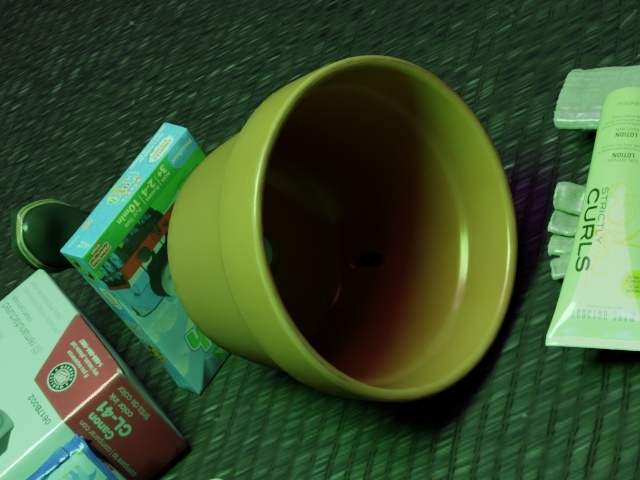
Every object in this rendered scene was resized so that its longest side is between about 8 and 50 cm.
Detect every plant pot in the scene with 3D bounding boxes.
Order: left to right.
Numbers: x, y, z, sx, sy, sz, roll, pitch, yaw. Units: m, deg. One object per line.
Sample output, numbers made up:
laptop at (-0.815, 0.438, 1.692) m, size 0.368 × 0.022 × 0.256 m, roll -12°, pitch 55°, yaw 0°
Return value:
plant pot at (0.000, 0.000, 1.323) m, size 0.203 × 0.291 × 0.291 m, roll -10°, pitch 43°, yaw 50°

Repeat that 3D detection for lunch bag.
lunch bag at (-0.219, 0.246, 1.300) m, size 0.129 × 0.151 × 0.096 m, roll -42°, pitch 50°, yaw -8°

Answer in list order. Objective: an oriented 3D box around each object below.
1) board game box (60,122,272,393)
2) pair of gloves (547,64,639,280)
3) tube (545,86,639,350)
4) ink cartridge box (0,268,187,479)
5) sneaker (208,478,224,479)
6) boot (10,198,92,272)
board game box at (-0.130, 0.020, 1.423) m, size 0.039 × 0.211 × 0.160 m, roll 15°, pitch 61°, yaw 42°
pair of gloves at (0.305, -0.069, 1.342) m, size 0.204 × 0.042 × 0.240 m, roll -5°, pitch 53°, yaw 25°
tube at (0.252, -0.016, 1.261) m, size 0.070 × 0.062 × 0.240 m, roll -30°, pitch 39°, yaw 55°
ink cartridge box at (-0.311, 0.205, 1.430) m, size 0.306 × 0.131 × 0.226 m, roll -40°, pitch 40°, yaw -8°
sneaker at (-0.119, 0.274, 1.293) m, size 0.061 × 0.054 × 0.152 m, roll 30°, pitch 77°, yaw 38°
boot at (-0.205, -0.005, 1.524) m, size 0.137 × 0.198 × 0.077 m, roll -4°, pitch 83°, yaw 27°
